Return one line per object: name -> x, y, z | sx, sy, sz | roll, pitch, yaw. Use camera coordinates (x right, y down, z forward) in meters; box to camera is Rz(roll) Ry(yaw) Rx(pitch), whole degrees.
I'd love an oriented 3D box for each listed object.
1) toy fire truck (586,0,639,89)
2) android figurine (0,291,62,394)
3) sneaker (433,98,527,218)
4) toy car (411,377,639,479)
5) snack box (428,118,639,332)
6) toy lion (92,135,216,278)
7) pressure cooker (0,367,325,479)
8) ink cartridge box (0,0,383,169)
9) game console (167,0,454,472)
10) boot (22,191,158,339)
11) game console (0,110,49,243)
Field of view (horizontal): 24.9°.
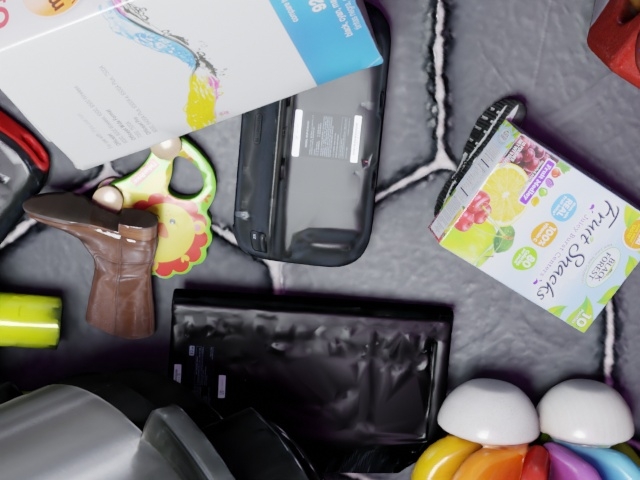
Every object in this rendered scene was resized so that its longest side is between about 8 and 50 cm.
toy fire truck -> 0.258, -0.215, 0.895 | 0.169, 0.254, 0.302 | 31, 131, -7
android figurine -> -0.335, 0.091, 1.089 | 0.272, 0.056, 0.248 | 6, 110, -13
sneaker -> 0.126, -0.054, 1.075 | 0.043, 0.040, 0.109 | 23, 106, -17
toy car -> 0.163, 0.190, 1.057 | 0.182, 0.136, 0.159 | 2, 101, -13
snack box -> 0.165, -0.009, 1.059 | 0.141, 0.037, 0.100 | 31, 104, -21
toy lion -> -0.117, -0.025, 1.100 | 0.100, 0.034, 0.096 | -43, 102, 10
pressure cooker -> -0.177, 0.291, 0.970 | 0.420, 0.370, 0.376 | -22, 103, -33
ink cartridge box -> -0.105, -0.185, 0.964 | 0.232, 0.168, 0.171 | -20, 64, 7
game console -> 0.000, 0.000, 1.081 | 0.213, 0.044, 0.361 | 5, 102, -4
boot -> -0.174, 0.023, 1.093 | 0.106, 0.037, 0.114 | 13, 128, 6
game console -> -0.448, -0.017, 1.117 | 0.342, 0.060, 0.386 | 37, 102, -10
